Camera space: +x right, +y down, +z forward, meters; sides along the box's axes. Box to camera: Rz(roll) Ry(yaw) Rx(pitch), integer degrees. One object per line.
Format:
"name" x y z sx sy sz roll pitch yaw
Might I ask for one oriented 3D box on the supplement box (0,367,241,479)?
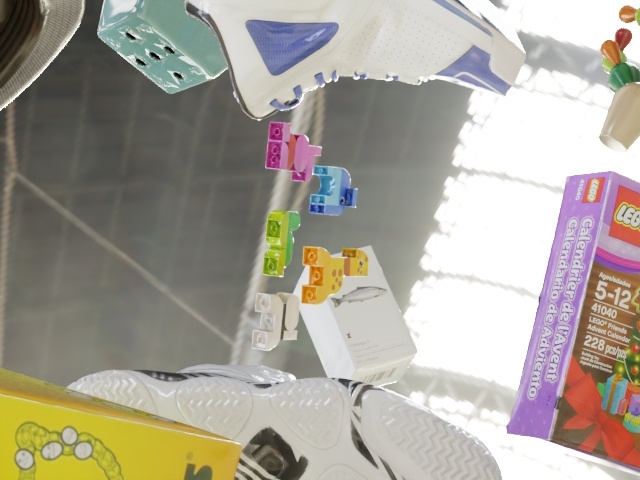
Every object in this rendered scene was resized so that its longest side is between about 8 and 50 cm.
"supplement box" -0.251 0.171 0.857 0.195 0.356 0.194 19 -98 -42

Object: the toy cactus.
"toy cactus" 0.358 -0.170 1.452 0.112 0.219 0.180 40 -103 -30

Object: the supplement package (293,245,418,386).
"supplement package" 0.048 0.116 1.958 0.105 0.179 0.105 -14 -25 -22

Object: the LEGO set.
"LEGO set" 0.000 0.000 1.374 0.093 0.087 0.227 3 -87 -55

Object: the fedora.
"fedora" -0.373 -0.206 1.292 0.275 0.124 0.244 -43 -18 9

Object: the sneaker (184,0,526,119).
"sneaker" 0.012 -0.184 1.240 0.127 0.315 0.182 -85 21 -65

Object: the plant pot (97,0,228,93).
"plant pot" -0.122 -0.285 1.451 0.166 0.165 0.234 40 -115 -24

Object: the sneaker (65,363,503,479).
"sneaker" -0.019 0.169 1.117 0.210 0.366 0.137 7 -92 -73

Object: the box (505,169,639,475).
"box" 0.291 0.088 1.038 0.293 0.057 0.201 19 -101 -27
